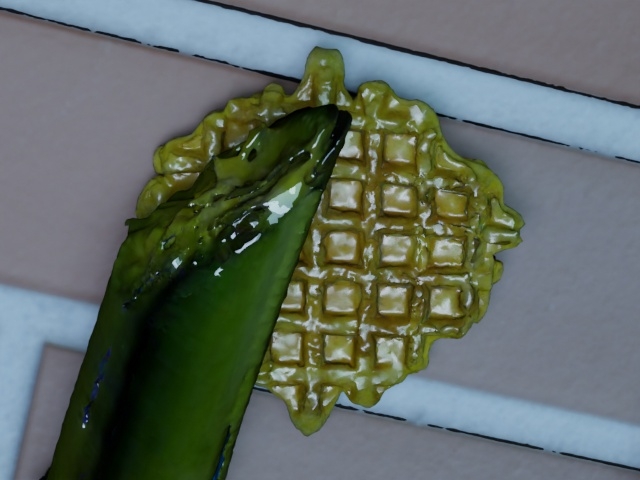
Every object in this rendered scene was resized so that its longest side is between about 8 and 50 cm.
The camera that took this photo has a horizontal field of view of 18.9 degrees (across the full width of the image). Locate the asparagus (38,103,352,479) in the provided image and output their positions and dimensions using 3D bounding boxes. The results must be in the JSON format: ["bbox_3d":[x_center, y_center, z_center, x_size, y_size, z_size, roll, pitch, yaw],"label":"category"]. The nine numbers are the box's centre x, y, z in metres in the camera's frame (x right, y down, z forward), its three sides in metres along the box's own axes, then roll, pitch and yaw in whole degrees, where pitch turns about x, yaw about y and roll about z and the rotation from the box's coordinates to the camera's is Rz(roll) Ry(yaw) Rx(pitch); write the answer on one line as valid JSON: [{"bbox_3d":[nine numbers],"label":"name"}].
[{"bbox_3d":[-0.093,0.069,1.262,0.128,0.108,0.382,25,114,11],"label":"asparagus"}]

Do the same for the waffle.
[{"bbox_3d":[0.000,0.000,1.315,0.243,0.059,0.238,-39,103,7],"label":"waffle"}]
